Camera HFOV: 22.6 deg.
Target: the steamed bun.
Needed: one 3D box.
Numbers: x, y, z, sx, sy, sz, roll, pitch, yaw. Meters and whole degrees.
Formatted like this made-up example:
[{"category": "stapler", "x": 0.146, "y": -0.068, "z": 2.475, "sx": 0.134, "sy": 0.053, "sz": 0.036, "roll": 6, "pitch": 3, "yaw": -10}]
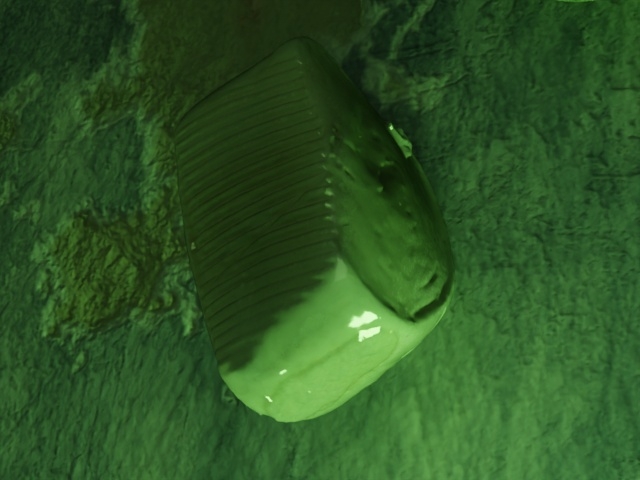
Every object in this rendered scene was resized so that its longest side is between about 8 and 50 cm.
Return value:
[{"category": "steamed bun", "x": 0.002, "y": -0.002, "z": 1.689, "sx": 0.247, "sy": 0.236, "sz": 0.384, "roll": -35, "pitch": 50, "yaw": 26}]
